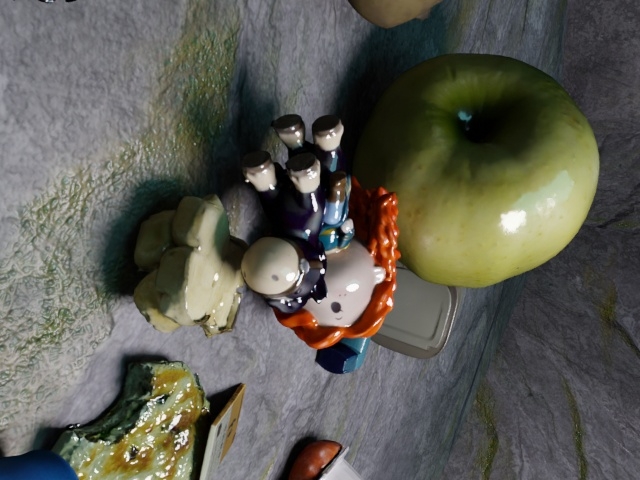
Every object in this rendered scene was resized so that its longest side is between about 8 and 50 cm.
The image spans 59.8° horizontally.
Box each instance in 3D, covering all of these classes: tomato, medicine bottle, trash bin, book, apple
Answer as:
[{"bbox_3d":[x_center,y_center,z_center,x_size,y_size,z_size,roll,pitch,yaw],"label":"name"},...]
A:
[{"bbox_3d":[-0.019,0.507,1.268,0.155,0.069,0.156,-44,162,-19],"label":"tomato"},{"bbox_3d":[0.084,0.179,1.267,0.124,0.079,0.259,31,78,-58],"label":"medicine bottle"},{"bbox_3d":[0.257,0.156,1.420,0.250,0.219,0.220,-5,111,-65],"label":"trash bin"},{"bbox_3d":[-0.164,0.327,0.940,0.172,0.012,0.118,-42,146,-79],"label":"book"},{"bbox_3d":[0.289,-0.123,1.098,0.473,0.473,0.474,-33,132,-47],"label":"apple"}]

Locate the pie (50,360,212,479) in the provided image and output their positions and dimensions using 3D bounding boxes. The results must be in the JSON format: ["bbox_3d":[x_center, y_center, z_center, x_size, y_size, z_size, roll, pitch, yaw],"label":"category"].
[{"bbox_3d":[-0.261,0.315,0.793,0.302,0.066,0.303,-33,130,-49],"label":"pie"}]

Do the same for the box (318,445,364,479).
[{"bbox_3d":[0.051,0.642,1.260,0.262,0.206,0.291,-46,161,-13],"label":"box"}]

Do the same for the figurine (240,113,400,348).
[{"bbox_3d":[-0.003,0.001,0.861,0.412,0.240,0.307,51,35,-67],"label":"figurine"}]

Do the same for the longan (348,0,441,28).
[{"bbox_3d":[0.143,-0.479,0.870,0.300,0.243,0.300,-34,152,-22],"label":"longan"}]

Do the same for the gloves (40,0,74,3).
[{"bbox_3d":[-0.222,-0.283,0.509,0.181,0.106,0.129,-60,149,-27],"label":"gloves"}]

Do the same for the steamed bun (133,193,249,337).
[{"bbox_3d":[-0.177,0.032,0.751,0.177,0.106,0.193,28,68,-73],"label":"steamed bun"}]

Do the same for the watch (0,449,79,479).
[{"bbox_3d":[-0.334,0.329,0.567,0.200,0.196,0.171,-66,159,3],"label":"watch"}]
